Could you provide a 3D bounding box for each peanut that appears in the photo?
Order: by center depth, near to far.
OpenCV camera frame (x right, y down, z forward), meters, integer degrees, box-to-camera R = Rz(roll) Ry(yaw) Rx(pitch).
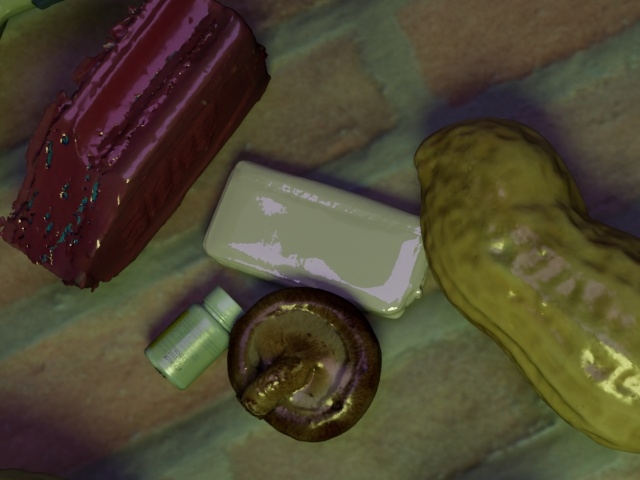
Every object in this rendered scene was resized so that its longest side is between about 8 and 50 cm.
[{"bbox_3d":[0.178,0.028,1.195,0.147,0.147,0.305,-42,71,-4],"label":"peanut"}]

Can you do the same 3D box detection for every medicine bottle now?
[{"bbox_3d":[-0.099,0.078,1.266,0.083,0.047,0.047,-45,73,-5],"label":"medicine bottle"}]

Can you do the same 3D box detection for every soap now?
[{"bbox_3d":[-0.154,-0.080,1.264,0.099,0.162,0.250,36,85,10],"label":"soap"}]

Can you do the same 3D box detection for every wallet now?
[{"bbox_3d":[0.000,0.000,1.280,0.190,0.033,0.095,20,80,14],"label":"wallet"}]

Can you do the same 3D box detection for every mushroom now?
[{"bbox_3d":[-0.011,0.095,1.226,0.127,0.087,0.127,-2,79,10],"label":"mushroom"}]

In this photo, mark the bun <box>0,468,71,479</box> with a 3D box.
[{"bbox_3d":[-0.247,0.350,1.127,0.326,0.234,0.362,17,62,7],"label":"bun"}]

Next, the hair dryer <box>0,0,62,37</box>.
[{"bbox_3d":[-0.265,-0.152,1.291,0.298,0.119,0.295,9,71,28],"label":"hair dryer"}]
